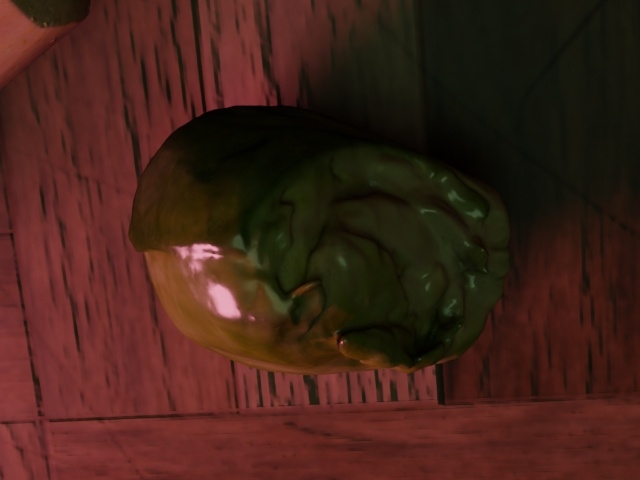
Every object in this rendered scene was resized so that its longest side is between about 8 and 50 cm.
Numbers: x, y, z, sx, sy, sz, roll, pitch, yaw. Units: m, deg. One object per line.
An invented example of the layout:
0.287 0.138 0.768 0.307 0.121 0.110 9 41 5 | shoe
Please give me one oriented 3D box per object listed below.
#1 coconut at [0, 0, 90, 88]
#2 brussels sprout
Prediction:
-0.166 -0.130 0.788 0.122 0.116 0.116 -37 104 18 | coconut
-0.006 0.000 0.816 0.183 0.145 0.131 6 87 -41 | brussels sprout
